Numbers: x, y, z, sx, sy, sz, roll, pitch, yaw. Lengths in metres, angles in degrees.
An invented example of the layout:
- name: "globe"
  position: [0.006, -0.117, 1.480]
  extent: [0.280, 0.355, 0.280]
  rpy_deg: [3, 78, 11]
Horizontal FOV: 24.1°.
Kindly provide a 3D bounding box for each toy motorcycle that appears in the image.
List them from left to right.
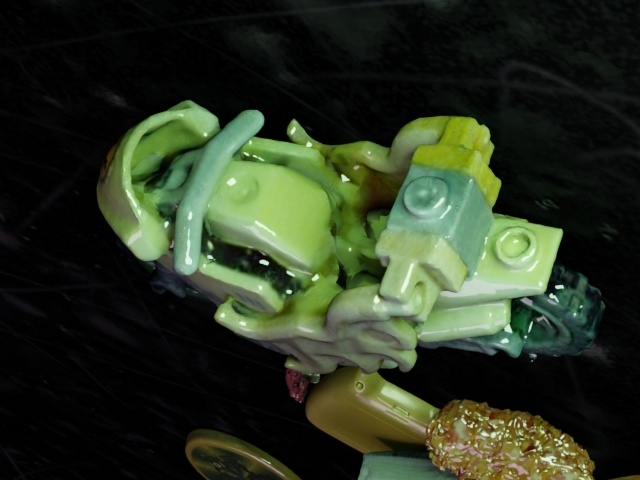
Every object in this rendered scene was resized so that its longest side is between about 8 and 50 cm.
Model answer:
- name: "toy motorcycle"
  position: [0.000, 0.000, 1.112]
  extent: [0.410, 0.169, 0.237]
  rpy_deg: [8, 157, 27]

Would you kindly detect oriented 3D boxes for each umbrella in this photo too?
- name: "umbrella"
  position: [-0.025, 0.141, 1.593]
  extent: [0.027, 0.025, 0.165]
  rpy_deg: [44, 160, 20]

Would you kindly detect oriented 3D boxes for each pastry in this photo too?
- name: "pastry"
  position: [0.184, 0.203, 1.428]
  extent: [0.169, 0.087, 0.063]
  rpy_deg: [25, -170, 8]

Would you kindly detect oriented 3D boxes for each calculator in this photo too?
- name: "calculator"
  position: [0.061, 0.197, 1.604]
  extent: [0.157, 0.033, 0.236]
  rpy_deg: [28, 158, -4]

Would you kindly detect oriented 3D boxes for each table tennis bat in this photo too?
- name: "table tennis bat"
  position: [-0.055, 0.352, 2.040]
  extent: [0.198, 0.050, 0.321]
  rpy_deg: [-7, 135, 50]

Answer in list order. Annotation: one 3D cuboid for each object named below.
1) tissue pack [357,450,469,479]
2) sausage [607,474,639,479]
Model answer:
- name: "tissue pack"
  position: [0.185, 0.300, 1.580]
  extent: [0.257, 0.081, 0.185]
  rpy_deg: [31, 159, -31]
- name: "sausage"
  position: [0.321, 0.258, 1.377]
  extent: [0.098, 0.098, 0.238]
  rpy_deg: [37, 152, -20]
